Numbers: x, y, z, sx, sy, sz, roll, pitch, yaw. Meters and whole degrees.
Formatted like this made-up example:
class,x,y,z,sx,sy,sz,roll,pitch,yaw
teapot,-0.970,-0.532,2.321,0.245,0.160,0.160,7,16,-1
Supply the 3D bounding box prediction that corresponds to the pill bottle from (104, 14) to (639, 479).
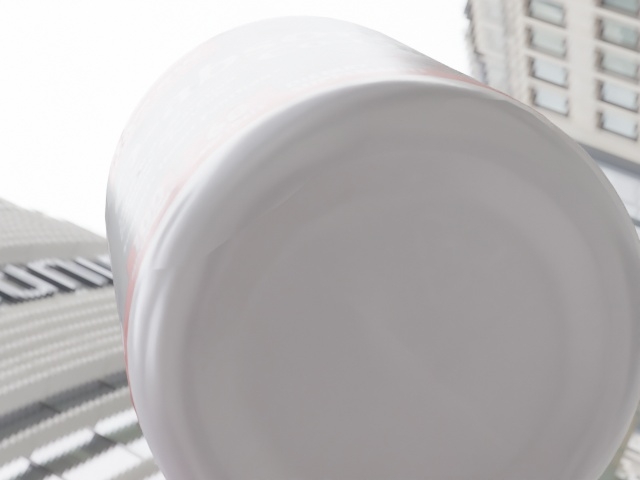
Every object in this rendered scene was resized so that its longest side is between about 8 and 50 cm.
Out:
class,x,y,z,sx,sy,sz,roll,pitch,yaw
pill bottle,0.000,0.000,0.714,0.363,0.210,0.210,-128,55,-72
